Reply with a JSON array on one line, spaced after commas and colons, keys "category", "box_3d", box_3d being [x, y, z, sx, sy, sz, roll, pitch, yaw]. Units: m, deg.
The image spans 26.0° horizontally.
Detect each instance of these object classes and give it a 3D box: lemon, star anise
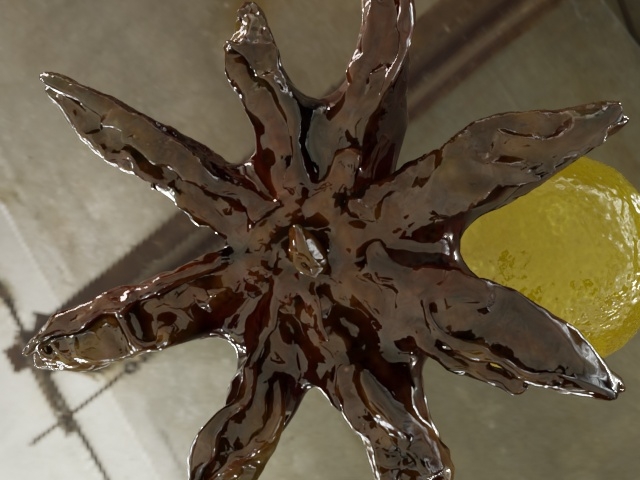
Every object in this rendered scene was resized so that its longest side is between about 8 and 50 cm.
[{"category": "lemon", "box_3d": [0.179, 0.020, 1.133, 0.187, 0.244, 0.187, 8, -81, 62]}, {"category": "star anise", "box_3d": [0.000, -0.001, 0.600, 0.288, 0.088, 0.288, -2, -99, 11]}]
